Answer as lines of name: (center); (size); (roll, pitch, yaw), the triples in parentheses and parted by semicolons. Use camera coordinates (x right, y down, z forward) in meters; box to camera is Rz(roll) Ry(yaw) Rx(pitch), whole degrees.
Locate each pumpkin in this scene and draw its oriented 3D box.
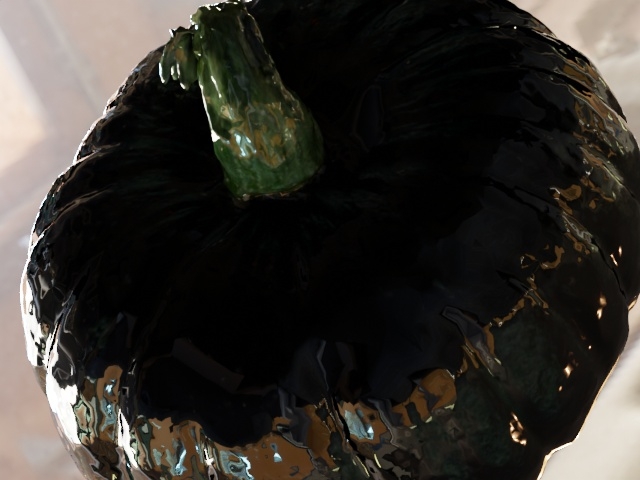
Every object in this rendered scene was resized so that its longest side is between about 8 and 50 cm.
pumpkin: (0.005, 0.008, 0.584); (0.194, 0.194, 0.150); (-21, 167, 16)
